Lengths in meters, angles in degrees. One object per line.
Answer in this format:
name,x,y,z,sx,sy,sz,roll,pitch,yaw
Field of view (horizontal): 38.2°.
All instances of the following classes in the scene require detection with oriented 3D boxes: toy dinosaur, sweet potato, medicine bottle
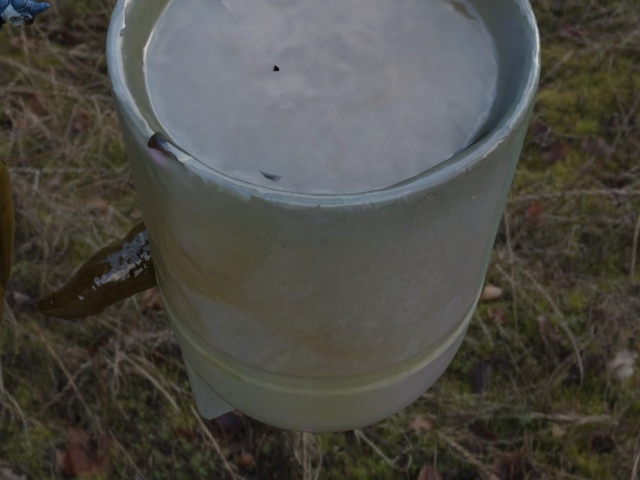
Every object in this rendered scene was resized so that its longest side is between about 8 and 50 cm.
toy dinosaur,-0.322,-0.242,0.966,0.083,0.030,0.047,-11,64,4
sweet potato,-0.144,0.003,0.865,0.273,0.067,0.067,-30,50,0
medicine bottle,0.000,0.000,0.650,0.235,0.406,0.236,1,56,-1

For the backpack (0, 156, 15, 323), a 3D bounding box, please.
backpack,-0.404,0.023,0.703,0.353,0.378,0.201,-32,66,-26
